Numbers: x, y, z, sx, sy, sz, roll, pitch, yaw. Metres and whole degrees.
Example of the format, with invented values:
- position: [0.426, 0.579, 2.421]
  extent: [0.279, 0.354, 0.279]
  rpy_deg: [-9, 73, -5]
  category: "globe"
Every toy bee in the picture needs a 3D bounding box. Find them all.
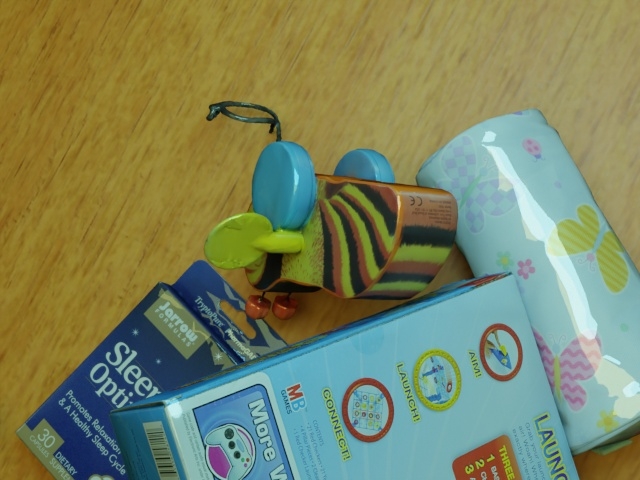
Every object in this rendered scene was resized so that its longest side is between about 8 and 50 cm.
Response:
- position: [0.000, 0.000, 0.905]
  extent: [0.195, 0.298, 0.162]
  rpy_deg: [8, 104, -11]
  category: "toy bee"

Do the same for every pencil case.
- position: [0.179, 0.032, 0.888]
  extent: [0.113, 0.124, 0.273]
  rpy_deg: [-16, 70, -35]
  category: "pencil case"

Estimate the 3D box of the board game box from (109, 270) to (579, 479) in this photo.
- position: [0.048, 0.209, 0.778]
  extent: [0.302, 0.086, 0.308]
  rpy_deg: [-17, 89, -36]
  category: "board game box"

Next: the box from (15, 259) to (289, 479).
- position: [-0.143, 0.136, 0.991]
  extent: [0.136, 0.036, 0.225]
  rpy_deg: [44, 91, 15]
  category: "box"
